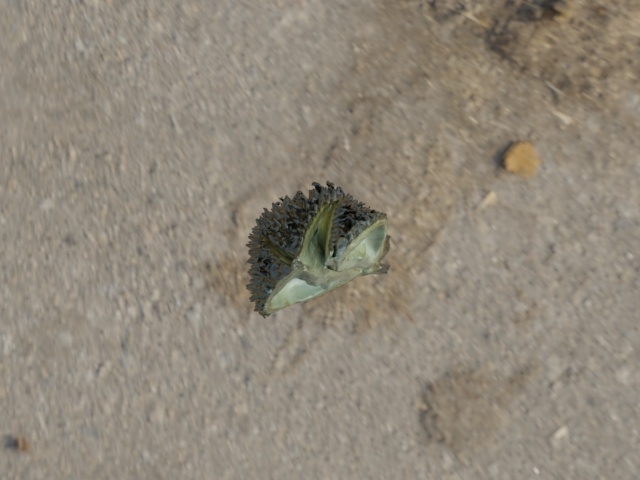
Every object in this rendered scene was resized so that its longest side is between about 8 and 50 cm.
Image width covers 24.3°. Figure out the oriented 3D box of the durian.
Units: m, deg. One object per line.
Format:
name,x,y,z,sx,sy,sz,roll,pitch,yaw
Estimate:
durian,0.001,-0.003,0.979,0.110,0.140,0.071,-31,73,26
